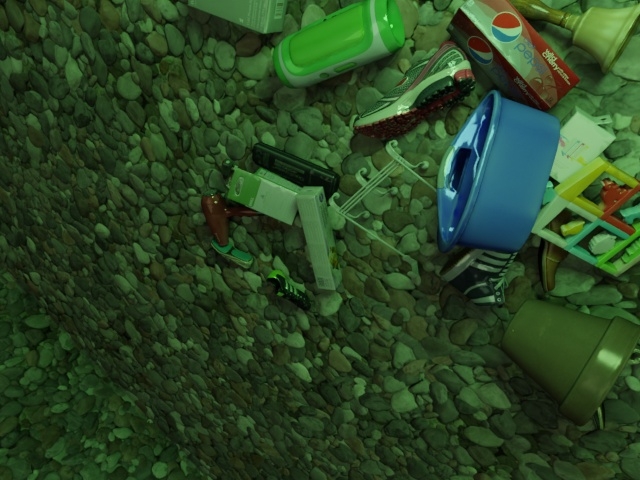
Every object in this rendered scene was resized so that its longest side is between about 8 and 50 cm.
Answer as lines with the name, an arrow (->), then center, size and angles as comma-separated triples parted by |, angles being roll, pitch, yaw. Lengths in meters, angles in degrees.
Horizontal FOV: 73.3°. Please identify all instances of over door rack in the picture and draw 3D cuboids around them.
over door rack -> 0.216, -0.078, 1.112 | 0.324, 0.108, 0.239 | 40, 128, -12

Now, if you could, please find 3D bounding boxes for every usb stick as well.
usb stick -> -0.072, -0.206, 1.230 | 0.278, 0.045, 0.077 | 25, 132, 16

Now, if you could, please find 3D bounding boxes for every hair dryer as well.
hair dryer -> -0.284, -0.092, 1.381 | 0.223, 0.080, 0.293 | 40, 127, 5

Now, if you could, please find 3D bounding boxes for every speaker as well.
speaker -> 0.037, -0.451, 0.996 | 0.296, 0.131, 0.131 | -8, 110, 32

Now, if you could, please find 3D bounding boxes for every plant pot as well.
plant pot -> 0.568, 0.256, 1.016 | 0.229, 0.263, 0.263 | 31, 127, 34

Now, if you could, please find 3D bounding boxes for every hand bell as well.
hand bell -> 0.455, -0.419, 0.813 | 0.242, 0.126, 0.126 | 34, 126, 23

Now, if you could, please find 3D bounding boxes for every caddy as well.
caddy -> 0.333, -0.129, 0.887 | 0.179, 0.241, 0.342 | 16, 90, 3

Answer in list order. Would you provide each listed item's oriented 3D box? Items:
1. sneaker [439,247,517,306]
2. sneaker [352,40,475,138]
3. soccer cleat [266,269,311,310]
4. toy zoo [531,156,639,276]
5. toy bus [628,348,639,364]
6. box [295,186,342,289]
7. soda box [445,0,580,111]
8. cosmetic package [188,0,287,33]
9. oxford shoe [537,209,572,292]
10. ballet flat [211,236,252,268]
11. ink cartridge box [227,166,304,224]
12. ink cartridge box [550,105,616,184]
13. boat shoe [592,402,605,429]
sneaker -> 0.441, 0.055, 1.047 | 0.153, 0.099, 0.282 | 46, 131, 4
sneaker -> 0.203, -0.329, 0.989 | 0.299, 0.120, 0.112 | -22, 73, 36
soccer cleat -> -0.108, 0.174, 1.422 | 0.179, 0.072, 0.060 | 44, 127, 2
toy zoo -> 0.582, -0.049, 0.894 | 0.293, 0.030, 0.192 | 26, 126, -12
toy bus -> 0.815, 0.249, 0.930 | 0.190, 0.104, 0.202 | 20, 116, 13
box -> 0.000, 0.000, 1.256 | 0.067, 0.063, 0.324 | 2, 123, 26
soda box -> 0.377, -0.372, 0.856 | 0.083, 0.092, 0.263 | -43, 91, -2
cosmetic package -> -0.202, -0.611, 1.060 | 0.237, 0.107, 0.127 | 23, 126, 13
oxford shoe -> 0.546, 0.029, 0.997 | 0.076, 0.076, 0.212 | 0, 115, 17
ballet flat -> -0.310, 0.047, 1.482 | 0.168, 0.057, 0.052 | 29, 134, 13
ink cartridge box -> -0.156, -0.140, 1.264 | 0.209, 0.062, 0.109 | 23, 123, -3
ink cartridge box -> 0.520, -0.201, 0.880 | 0.090, 0.092, 0.143 | 38, 125, 7
boat shoe -> 0.705, 0.419, 1.120 | 0.049, 0.056, 0.152 | -10, 99, 37
